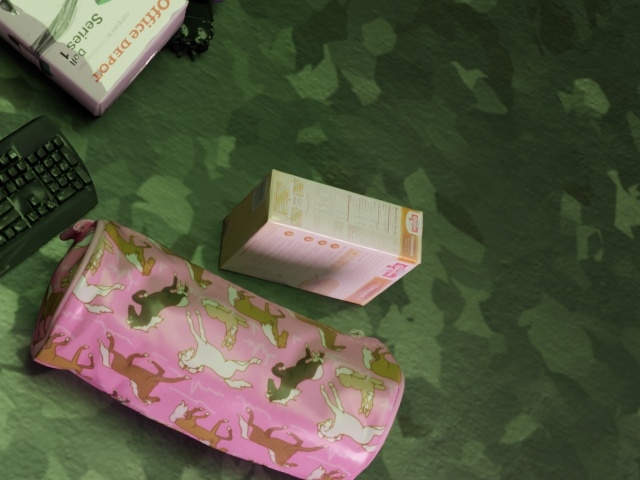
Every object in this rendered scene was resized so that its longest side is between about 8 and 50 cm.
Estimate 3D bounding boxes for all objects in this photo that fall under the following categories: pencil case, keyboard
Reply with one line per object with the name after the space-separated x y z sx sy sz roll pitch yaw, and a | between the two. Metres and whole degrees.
-0.110 0.117 1.597 0.386 0.160 0.167 25 25 -14 | pencil case
-0.395 -0.043 1.600 0.201 0.033 0.317 49 54 1 | keyboard

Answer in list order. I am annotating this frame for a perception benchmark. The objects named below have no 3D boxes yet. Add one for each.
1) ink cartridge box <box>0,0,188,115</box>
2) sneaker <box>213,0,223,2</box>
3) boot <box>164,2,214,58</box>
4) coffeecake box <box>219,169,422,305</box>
-0.277 -0.269 1.699 0.219 0.092 0.160 40 80 -5 | ink cartridge box
-0.132 -0.358 1.876 0.071 0.068 0.170 45 40 -43 | sneaker
-0.177 -0.279 1.815 0.099 0.045 0.121 7 67 -25 | boot
0.000 0.000 1.715 0.185 0.142 0.068 16 61 -21 | coffeecake box
